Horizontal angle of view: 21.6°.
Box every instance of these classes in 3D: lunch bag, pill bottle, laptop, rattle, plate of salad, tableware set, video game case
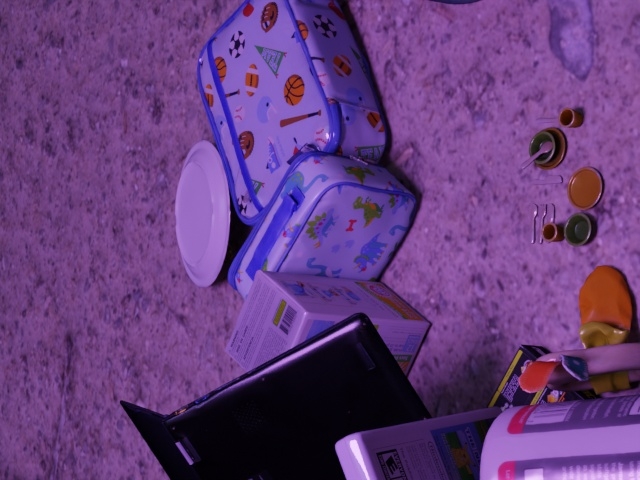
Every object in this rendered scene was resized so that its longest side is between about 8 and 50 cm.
[{"bbox_3d":[0.000,0.000,2.014,0.090,0.176,0.219,49,119,40],"label":"lunch bag"},{"bbox_3d":[0.328,0.233,1.600,0.318,0.176,0.176,-9,76,32],"label":"pill bottle"},{"bbox_3d":[-0.003,0.293,1.906,0.408,0.236,0.382,-30,100,18],"label":"laptop"},{"bbox_3d":[0.264,0.087,1.696,0.130,0.200,0.142,1,84,47],"label":"rattle"},{"bbox_3d":[-0.151,-0.036,2.265,0.200,0.048,0.200,180,90,-64],"label":"plate of salad"},{"bbox_3d":[-0.047,-0.166,2.143,0.243,0.115,0.303,-39,55,38],"label":"lunch bag"},{"bbox_3d":[0.266,-0.069,1.852,0.104,0.024,0.154,-1,82,47],"label":"tableware set"},{"bbox_3d":[0.156,0.332,1.640,0.036,0.300,0.329,-28,75,30],"label":"video game case"}]

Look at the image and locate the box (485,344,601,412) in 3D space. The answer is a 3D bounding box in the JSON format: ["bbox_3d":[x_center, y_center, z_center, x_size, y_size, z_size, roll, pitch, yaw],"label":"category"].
[{"bbox_3d":[0.242,0.240,1.810,0.184,0.045,0.190,43,115,44],"label":"box"}]

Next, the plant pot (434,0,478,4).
[{"bbox_3d":[0.067,-0.425,1.898,0.341,0.334,0.341,-9,77,45],"label":"plant pot"}]

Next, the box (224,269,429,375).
[{"bbox_3d":[0.010,0.113,1.963,0.103,0.203,0.114,40,114,43],"label":"box"}]
